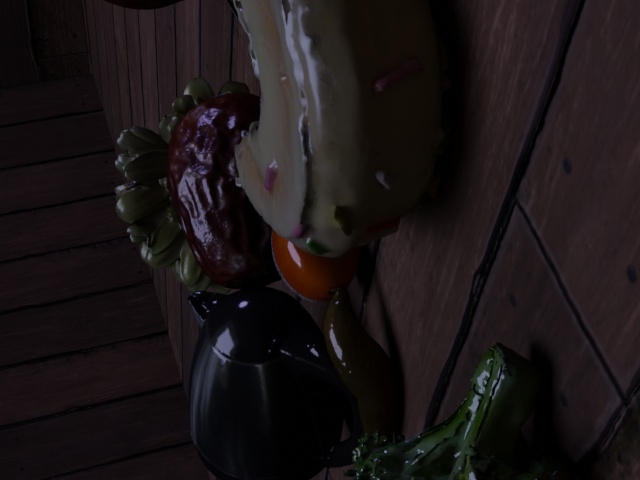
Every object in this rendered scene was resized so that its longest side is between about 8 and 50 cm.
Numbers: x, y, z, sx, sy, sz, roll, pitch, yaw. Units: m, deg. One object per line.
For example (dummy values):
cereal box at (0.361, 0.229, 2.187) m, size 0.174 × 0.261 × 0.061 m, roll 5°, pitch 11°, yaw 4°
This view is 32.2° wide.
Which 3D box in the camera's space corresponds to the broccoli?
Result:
broccoli at (0.120, 0.175, 0.873) m, size 0.220 × 0.194 × 0.194 m, roll -36°, pitch -65°, yaw -81°

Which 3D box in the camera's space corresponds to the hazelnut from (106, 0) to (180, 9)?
hazelnut at (-0.294, -0.500, 1.565) m, size 0.366 × 0.366 × 0.365 m, roll 168°, pitch 90°, yaw -75°

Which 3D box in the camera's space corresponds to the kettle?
kettle at (-0.068, 0.179, 1.395) m, size 0.271 × 0.207 × 0.250 m, roll 87°, pitch 160°, yaw -46°

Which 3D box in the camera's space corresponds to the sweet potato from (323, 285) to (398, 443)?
sweet potato at (0.057, 0.170, 1.244) m, size 0.069 × 0.059 × 0.249 m, roll 7°, pitch 123°, yaw 49°

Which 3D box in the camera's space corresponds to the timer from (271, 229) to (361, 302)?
timer at (0.000, 0.000, 1.263) m, size 0.136 × 0.099 × 0.136 m, roll 41°, pitch 141°, yaw 45°

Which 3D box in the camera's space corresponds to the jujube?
jujube at (-0.100, -0.066, 1.406) m, size 0.183 × 0.183 × 0.243 m, roll 123°, pitch 136°, yaw -69°

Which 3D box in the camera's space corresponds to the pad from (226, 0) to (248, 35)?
pad at (-0.083, -0.246, 1.351) m, size 0.176 × 0.002 × 0.266 m, roll 57°, pitch -177°, yaw -27°

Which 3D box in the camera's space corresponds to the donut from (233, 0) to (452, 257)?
donut at (0.007, -0.155, 1.001) m, size 0.307 × 0.150 × 0.371 m, roll -123°, pitch 25°, yaw -52°

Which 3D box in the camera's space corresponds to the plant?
plant at (-0.132, -0.063, 1.622) m, size 0.261 × 0.297 × 0.306 m, roll 45°, pitch 107°, yaw 23°
